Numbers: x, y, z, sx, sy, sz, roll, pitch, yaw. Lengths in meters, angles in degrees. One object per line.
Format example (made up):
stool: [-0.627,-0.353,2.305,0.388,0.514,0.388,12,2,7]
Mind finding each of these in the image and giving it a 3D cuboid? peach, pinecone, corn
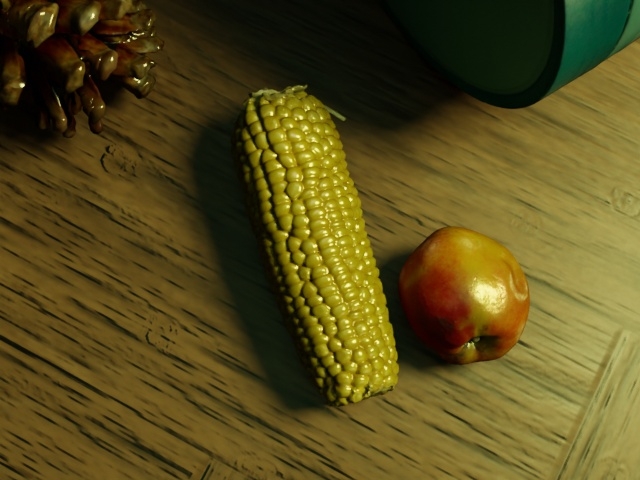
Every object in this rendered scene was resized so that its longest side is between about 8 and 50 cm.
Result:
peach: [0.112,0.041,0.690,0.101,0.100,0.100,0,76,0]
pinecone: [-0.224,-0.162,0.702,0.195,0.179,0.149,8,89,-23]
corn: [-0.004,0.002,0.703,0.091,0.091,0.260,-26,75,31]

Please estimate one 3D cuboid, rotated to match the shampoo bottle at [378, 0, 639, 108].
shampoo bottle: [0.206,-0.326,0.657,0.343,0.331,0.331,-33,78,-9]
